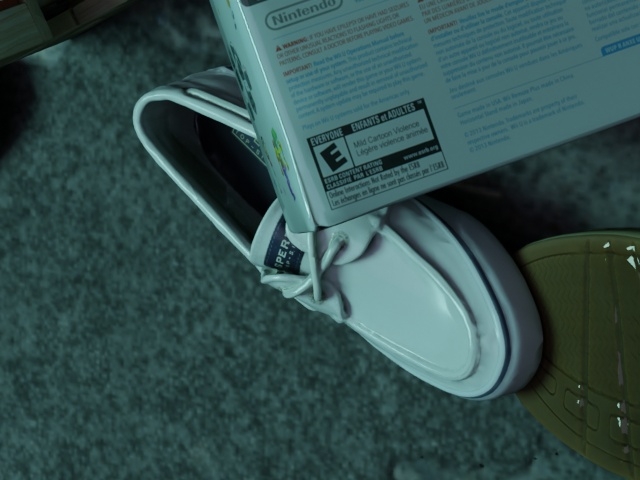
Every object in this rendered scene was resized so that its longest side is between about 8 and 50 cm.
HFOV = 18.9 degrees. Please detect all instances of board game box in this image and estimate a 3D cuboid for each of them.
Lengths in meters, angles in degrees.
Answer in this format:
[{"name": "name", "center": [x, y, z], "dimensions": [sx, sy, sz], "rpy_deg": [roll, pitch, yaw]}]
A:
[{"name": "board game box", "center": [0.045, -0.180, 0.889], "dimensions": [0.224, 0.097, 0.303], "rpy_deg": [-19, 91, -6]}]

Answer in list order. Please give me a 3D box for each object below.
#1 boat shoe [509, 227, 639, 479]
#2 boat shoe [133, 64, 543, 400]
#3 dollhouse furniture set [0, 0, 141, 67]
[{"name": "boat shoe", "center": [0.227, 0.054, 0.884], "dimensions": [0.341, 0.110, 0.121], "rpy_deg": [8, 107, 47]}, {"name": "boat shoe", "center": [0.000, 0.000, 0.991], "dimensions": [0.258, 0.084, 0.095], "rpy_deg": [38, 124, 32]}, {"name": "dollhouse furniture set", "center": [-0.169, -0.163, 1.008], "dimensions": [0.129, 0.184, 0.129], "rpy_deg": [-22, 97, 34]}]
